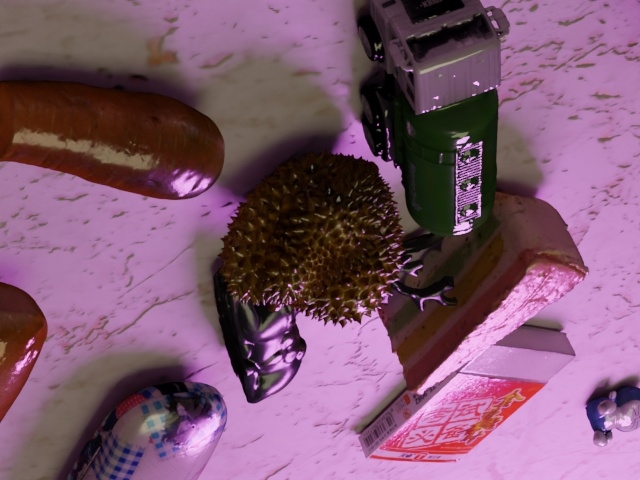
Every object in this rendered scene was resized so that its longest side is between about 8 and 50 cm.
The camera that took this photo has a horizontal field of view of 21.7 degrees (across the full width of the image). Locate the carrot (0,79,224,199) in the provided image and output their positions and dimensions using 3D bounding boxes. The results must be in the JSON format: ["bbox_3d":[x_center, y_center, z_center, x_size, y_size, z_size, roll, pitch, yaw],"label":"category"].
[{"bbox_3d":[-0.163,-0.081,1.298,0.193,0.087,0.087,11,133,-40],"label":"carrot"}]

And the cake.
[{"bbox_3d":[0.145,0.046,1.656,0.225,0.109,0.090,-37,148,16],"label":"cake"}]

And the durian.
[{"bbox_3d":[0.000,0.000,1.474,0.158,0.137,0.168,31,95,-41],"label":"durian"}]

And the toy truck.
[{"bbox_3d":[0.099,-0.109,1.392,0.101,0.125,0.242,-19,146,-8],"label":"toy truck"}]

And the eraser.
[{"bbox_3d":[0.170,0.180,1.934,0.157,0.038,0.230,9,135,-41],"label":"eraser"}]

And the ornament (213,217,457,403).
[{"bbox_3d":[0.023,0.065,1.631,0.236,0.080,0.202,-19,144,-10],"label":"ornament"}]

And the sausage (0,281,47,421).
[{"bbox_3d":[-0.331,0.140,1.486,0.105,0.105,0.274,3,138,-36],"label":"sausage"}]

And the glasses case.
[{"bbox_3d":[-0.203,0.257,1.758,0.125,0.076,0.327,2,138,-33],"label":"glasses case"}]

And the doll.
[{"bbox_3d":[0.378,0.214,2.111,0.083,0.050,0.076,-11,127,-19],"label":"doll"}]
